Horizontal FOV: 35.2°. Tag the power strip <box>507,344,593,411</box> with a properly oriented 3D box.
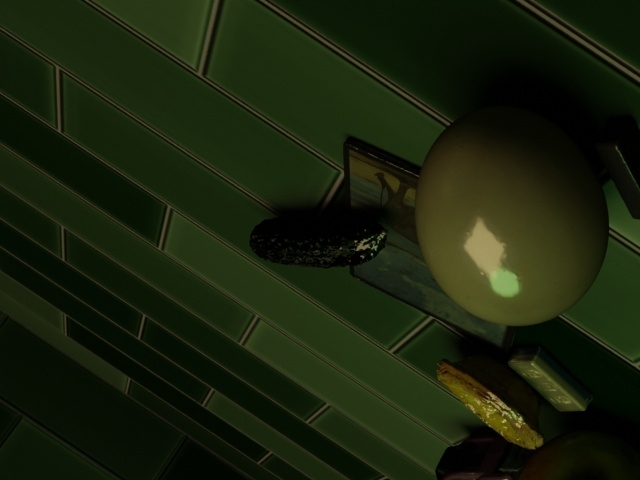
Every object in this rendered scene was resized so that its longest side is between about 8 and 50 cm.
[{"bbox_3d":[0.322,0.195,1.407,0.123,0.032,0.056,41,156,-18],"label":"power strip"}]

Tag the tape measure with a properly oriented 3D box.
[{"bbox_3d":[0.328,0.429,1.710,0.231,0.149,0.245,47,146,-21],"label":"tape measure"}]

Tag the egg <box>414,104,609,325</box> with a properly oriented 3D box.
[{"bbox_3d":[0.185,-0.023,0.985,0.186,0.186,0.242,15,141,35],"label":"egg"}]

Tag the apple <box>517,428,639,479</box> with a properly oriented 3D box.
[{"bbox_3d":[0.390,0.395,1.435,0.246,0.246,0.226,24,149,21],"label":"apple"}]

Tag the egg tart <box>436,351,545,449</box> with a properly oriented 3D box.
[{"bbox_3d":[0.255,0.224,1.464,0.191,0.074,0.191,38,172,6],"label":"egg tart"}]

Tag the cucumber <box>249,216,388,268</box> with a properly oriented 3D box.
[{"bbox_3d":[0.000,0.002,1.371,0.072,0.072,0.300,45,159,-24],"label":"cucumber"}]

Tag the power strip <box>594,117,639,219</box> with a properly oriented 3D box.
[{"bbox_3d":[0.294,-0.065,0.951,0.029,0.038,0.111,7,144,47],"label":"power strip"}]

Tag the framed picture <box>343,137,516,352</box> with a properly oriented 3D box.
[{"bbox_3d":[0.148,0.018,1.315,0.265,0.016,0.347,26,155,16],"label":"framed picture"}]
